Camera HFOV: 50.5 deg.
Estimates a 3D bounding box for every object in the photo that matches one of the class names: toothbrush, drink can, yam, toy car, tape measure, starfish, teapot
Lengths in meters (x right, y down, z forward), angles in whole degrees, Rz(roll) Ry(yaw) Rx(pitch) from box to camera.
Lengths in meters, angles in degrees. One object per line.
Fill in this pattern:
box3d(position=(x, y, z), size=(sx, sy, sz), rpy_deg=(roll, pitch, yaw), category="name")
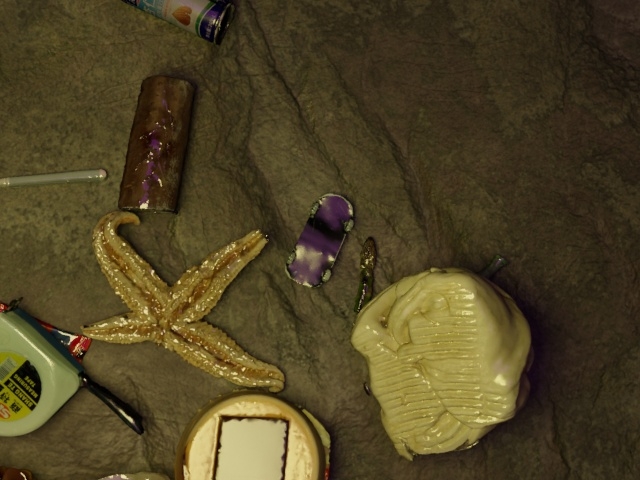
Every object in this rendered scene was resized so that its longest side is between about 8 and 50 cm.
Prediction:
box3d(position=(-0.608, -0.123, 1.373), size=(0.342, 0.025, 0.030), rpy_deg=(-3, 80, -6), category="toothbrush")
box3d(position=(-0.304, -0.502, 1.422), size=(0.235, 0.097, 0.097), rpy_deg=(24, 80, -4), category="drink can")
box3d(position=(-0.327, -0.183, 1.363), size=(0.131, 0.131, 0.280), rpy_deg=(8, 79, -5), category="yam")
box3d(position=(0.000, 0.000, 1.408), size=(0.095, 0.056, 0.205), rpy_deg=(25, 77, -2), category="toy car")
box3d(position=(-0.516, 0.299, 1.279), size=(0.351, 0.098, 0.215), rpy_deg=(44, 93, -2), category="tape measure")
box3d(position=(-0.250, 0.112, 1.344), size=(0.431, 0.082, 0.324), rpy_deg=(14, 90, -2), category="starfish")
box3d(position=(0.352, 0.075, 1.447), size=(0.110, 0.043, 0.043), rpy_deg=(-43, 89, -14), category="teapot")

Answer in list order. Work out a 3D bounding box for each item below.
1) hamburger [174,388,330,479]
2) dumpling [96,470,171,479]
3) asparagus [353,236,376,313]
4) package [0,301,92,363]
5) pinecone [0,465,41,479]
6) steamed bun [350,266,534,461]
box3d(position=(-0.129, 0.426, 1.276), size=(0.301, 0.170, 0.302), rpy_deg=(1, 73, -3), category="hamburger")
box3d(position=(-0.361, 0.558, 1.214), size=(0.163, 0.204, 0.293), rpy_deg=(22, 82, 42), category="dumpling")
box3d(position=(0.095, 0.072, 1.422), size=(0.036, 0.030, 0.165), rpy_deg=(3, 82, 22), category="asparagus")
box3d(position=(-0.560, 0.195, 1.336), size=(0.200, 0.022, 0.083), rpy_deg=(23, 82, -4), category="package")
box3d(position=(-0.607, 0.500, 1.179), size=(0.264, 0.264, 0.264), rpy_deg=(1, 82, -6), category="pinecone")
box3d(position=(0.243, 0.219, 1.317), size=(0.346, 0.237, 0.394), rpy_deg=(28, 114, 24), category="steamed bun")
